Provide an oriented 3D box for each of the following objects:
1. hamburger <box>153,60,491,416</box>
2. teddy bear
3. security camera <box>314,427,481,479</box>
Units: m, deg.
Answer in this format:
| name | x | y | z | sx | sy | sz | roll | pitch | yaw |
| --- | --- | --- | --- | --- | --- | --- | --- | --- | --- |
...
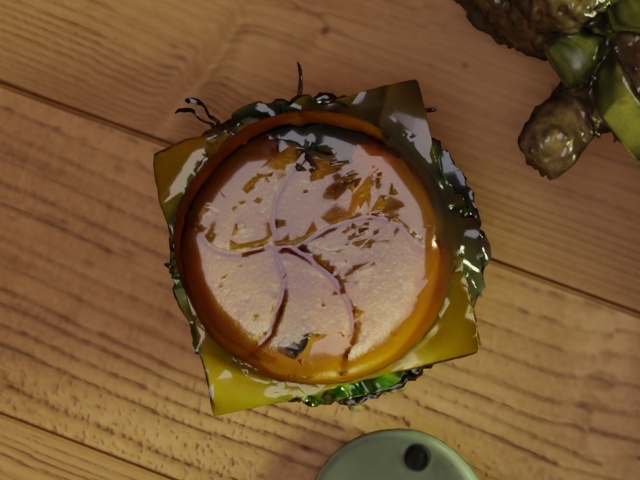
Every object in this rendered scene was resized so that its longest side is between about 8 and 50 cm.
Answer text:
| name | x | y | z | sx | sy | sz | roll | pitch | yaw |
| --- | --- | --- | --- | --- | --- | --- | --- | --- | --- |
| hamburger | 0.000 | 0.000 | 1.334 | 0.243 | 0.139 | 0.261 | -11 | 94 | 8 |
| teddy bear | 0.221 | -0.134 | 1.233 | 0.222 | 0.296 | 0.246 | 26 | 116 | -16 |
| security camera | 0.097 | 0.284 | 1.384 | 0.157 | 0.080 | 0.301 | -29 | 80 | 25 |
